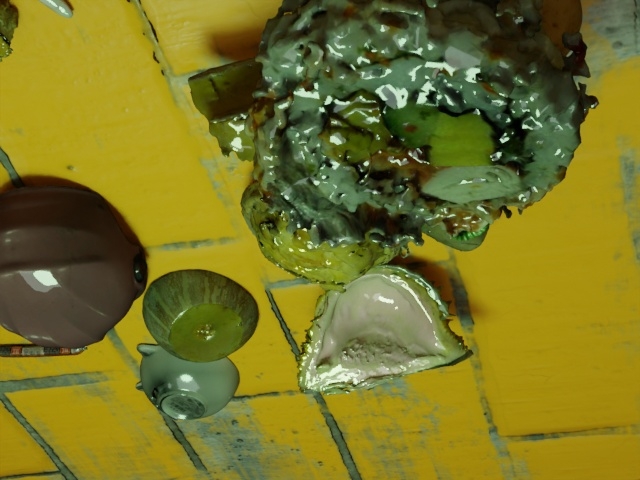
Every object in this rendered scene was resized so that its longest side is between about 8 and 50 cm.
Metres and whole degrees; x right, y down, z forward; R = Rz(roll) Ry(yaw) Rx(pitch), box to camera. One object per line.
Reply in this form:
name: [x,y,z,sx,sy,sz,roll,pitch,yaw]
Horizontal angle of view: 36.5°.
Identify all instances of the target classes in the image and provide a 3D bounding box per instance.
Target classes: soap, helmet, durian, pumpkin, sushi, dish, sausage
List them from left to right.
sausage: [-0.553,0.216,1.916,0.198,0.025,0.028,-4,103,9]
helmet: [-0.443,0.075,1.640,0.271,0.197,0.338,-6,134,9]
dish: [-0.278,0.299,1.927,0.228,0.086,0.236,-7,134,13]
pumpkin: [-0.221,0.159,1.756,0.217,0.110,0.217,-1,121,-1]
soap: [0.014,-0.127,1.381,0.339,0.169,0.304,-13,132,5]
durian: [0.098,0.128,1.675,0.305,0.185,0.195,-9,115,9]
sushi: [0.111,-0.143,1.107,0.417,0.176,0.417,4,144,3]

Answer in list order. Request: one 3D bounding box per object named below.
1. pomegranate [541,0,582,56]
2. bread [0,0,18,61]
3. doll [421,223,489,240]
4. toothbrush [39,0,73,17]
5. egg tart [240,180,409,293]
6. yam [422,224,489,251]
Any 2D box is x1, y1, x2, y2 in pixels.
pomegranate: [0.230,-0.292,1.212,0.196,0.196,0.196,3,136,3]
bread: [-0.496,-0.306,1.340,0.128,0.069,0.140,-17,135,23]
doll: [0.179,-0.038,1.376,0.190,0.050,0.115,14,137,-39]
toothbrush: [-0.452,-0.392,1.275,0.025,0.029,0.307,-36,123,26]
egg tart: [0.000,0.000,1.518,0.291,0.107,0.291,15,157,7]
yam: [0.092,-0.083,1.500,0.371,0.083,0.083,25,133,-17]
